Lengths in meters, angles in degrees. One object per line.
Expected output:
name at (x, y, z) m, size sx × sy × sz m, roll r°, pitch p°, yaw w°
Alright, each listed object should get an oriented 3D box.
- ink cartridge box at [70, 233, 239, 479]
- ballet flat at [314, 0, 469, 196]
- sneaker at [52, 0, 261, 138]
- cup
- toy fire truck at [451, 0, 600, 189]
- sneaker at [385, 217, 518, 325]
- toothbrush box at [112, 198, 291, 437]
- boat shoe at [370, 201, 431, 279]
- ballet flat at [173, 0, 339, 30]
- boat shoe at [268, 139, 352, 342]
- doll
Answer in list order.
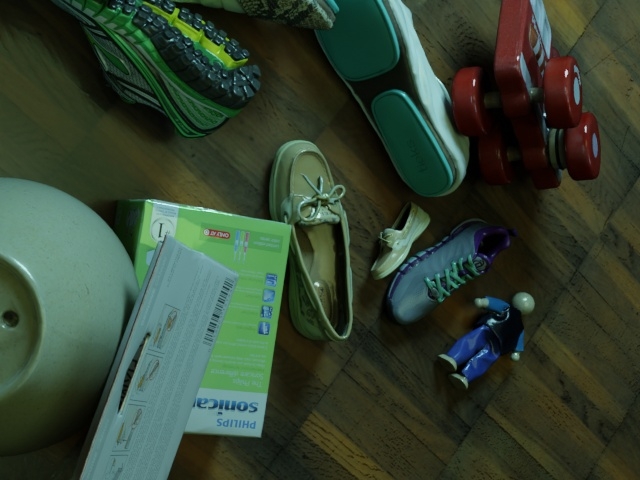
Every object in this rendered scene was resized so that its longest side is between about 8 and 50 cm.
ink cartridge box at (-0.199, 0.145, 1.206) m, size 0.066 × 0.261 × 0.296 m, roll 17°, pitch 82°, yaw 15°
ballet flat at (0.104, -0.250, 1.566) m, size 0.139 × 0.139 × 0.400 m, roll -38°, pitch 112°, yaw -22°
sneaker at (-0.249, -0.249, 1.358) m, size 0.343 × 0.146 × 0.134 m, roll 41°, pitch 37°, yaw -7°
cup at (-0.364, 0.088, 1.186) m, size 0.331 × 0.237 × 0.331 m, roll 0°, pitch 89°, yaw -7°
toy fire truck at (0.319, -0.231, 1.630) m, size 0.302 × 0.169 × 0.254 m, roll 54°, pitch 41°, yaw -49°
sneaker at (0.193, 0.043, 1.625) m, size 0.224 × 0.098 × 0.083 m, roll -43°, pitch 110°, yaw -21°
toothbrush box at (-0.171, 0.101, 1.416) m, size 0.206 × 0.122 × 0.283 m, roll 9°, pitch 86°, yaw -28°
boat shoe at (0.109, -0.001, 1.609) m, size 0.045 × 0.050 × 0.135 m, roll 46°, pitch 61°, yaw -18°
ballet flat at (-0.183, -0.425, 1.395) m, size 0.182 × 0.164 × 0.483 m, roll -38°, pitch 104°, yaw 1°
boat shoe at (0.000, 0.000, 1.523) m, size 0.104 × 0.089 × 0.285 m, roll -14°, pitch 98°, yaw -27°
doll at (0.266, 0.143, 1.697) m, size 0.189 × 0.046 × 0.129 m, roll -38°, pitch 109°, yaw -22°
